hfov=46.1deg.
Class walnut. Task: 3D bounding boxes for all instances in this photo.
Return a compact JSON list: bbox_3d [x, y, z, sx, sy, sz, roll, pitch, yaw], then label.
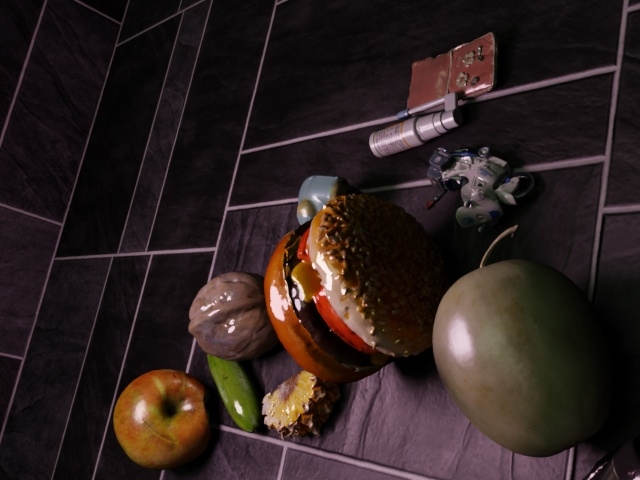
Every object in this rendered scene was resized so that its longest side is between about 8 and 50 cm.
[{"bbox_3d":[-0.193,0.177,1.750,0.224,0.224,0.224,-25,55,41],"label":"walnut"}]

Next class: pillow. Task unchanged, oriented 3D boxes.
[{"bbox_3d":[0.276,-0.343,1.572,0.233,0.043,0.126,-10,68,47],"label":"pillow"}]

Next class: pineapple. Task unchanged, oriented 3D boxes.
[{"bbox_3d":[-0.039,0.356,1.581,0.233,0.080,0.135,-40,37,38],"label":"pineapple"}]

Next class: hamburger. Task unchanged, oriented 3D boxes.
[{"bbox_3d":[0.075,0.081,1.381,0.250,0.330,0.329,-32,50,42],"label":"hamburger"}]

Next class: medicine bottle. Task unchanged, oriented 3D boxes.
[{"bbox_3d":[0.203,-0.245,1.592,0.221,0.061,0.092,-13,68,45],"label":"medicine bottle"}]

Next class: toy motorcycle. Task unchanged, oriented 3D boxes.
[{"bbox_3d":[0.283,-0.102,1.411,0.150,0.102,0.221,-46,41,-6],"label":"toy motorcycle"}]

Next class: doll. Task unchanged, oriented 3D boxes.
[{"bbox_3d":[0.000,0.000,1.624,0.162,0.177,0.260,10,78,47],"label":"doll"}]

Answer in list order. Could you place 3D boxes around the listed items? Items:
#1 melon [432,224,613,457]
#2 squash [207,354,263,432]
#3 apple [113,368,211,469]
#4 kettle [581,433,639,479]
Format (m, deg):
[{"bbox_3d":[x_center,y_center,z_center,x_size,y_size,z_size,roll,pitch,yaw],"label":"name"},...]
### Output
[{"bbox_3d":[0.299,0.167,1.129,0.271,0.272,0.308,-54,32,17],"label":"melon"},{"bbox_3d":[-0.205,0.336,1.777,0.082,0.082,0.292,-55,39,16],"label":"squash"},{"bbox_3d":[-0.386,0.444,1.860,0.226,0.246,0.246,134,141,-53],"label":"apple"},{"bbox_3d":[0.392,0.396,0.957,0.250,0.207,0.271,48,118,42],"label":"kettle"}]
